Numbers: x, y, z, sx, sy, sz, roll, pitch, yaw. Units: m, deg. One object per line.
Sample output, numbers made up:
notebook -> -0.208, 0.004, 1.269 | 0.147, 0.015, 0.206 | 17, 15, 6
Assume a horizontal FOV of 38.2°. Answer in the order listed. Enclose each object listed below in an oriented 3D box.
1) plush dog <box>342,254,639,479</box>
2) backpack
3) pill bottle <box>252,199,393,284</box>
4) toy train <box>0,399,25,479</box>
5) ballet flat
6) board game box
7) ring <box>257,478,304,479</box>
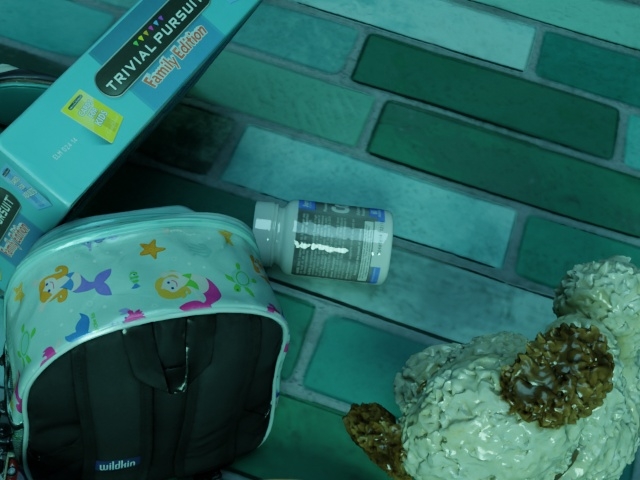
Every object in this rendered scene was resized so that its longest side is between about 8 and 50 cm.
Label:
plush dog -> 0.151, 0.143, 0.722 | 0.225, 0.262, 0.211 | 10, 54, -48
backpack -> -0.142, 0.081, 0.741 | 0.225, 0.253, 0.191 | -9, 60, -19
pill bottle -> 0.000, 0.000, 0.927 | 0.137, 0.078, 0.078 | 7, 56, -3
toy train -> -0.267, 0.209, 0.786 | 0.036, 0.027, 0.158 | 8, 54, -15
ballet flat -> -0.363, -0.157, 0.996 | 0.203, 0.074, 0.074 | -14, 59, -13
board game box -> -0.195, -0.128, 0.879 | 0.079, 0.254, 0.336 | 41, 57, -10
ring -> -0.011, 0.336, 0.676 | 0.336, 0.032, 0.337 | 13, 52, -18
